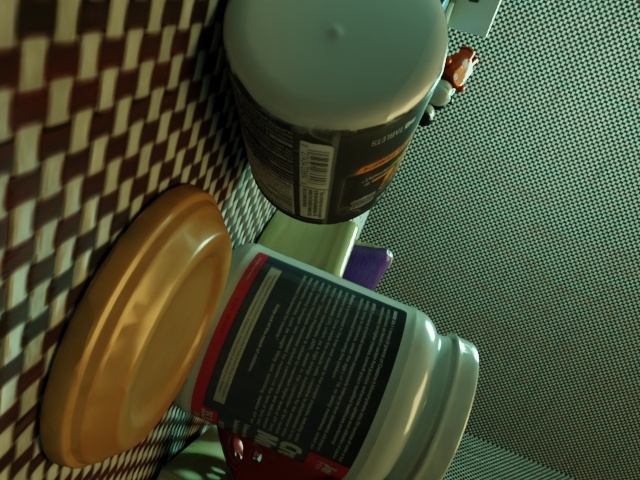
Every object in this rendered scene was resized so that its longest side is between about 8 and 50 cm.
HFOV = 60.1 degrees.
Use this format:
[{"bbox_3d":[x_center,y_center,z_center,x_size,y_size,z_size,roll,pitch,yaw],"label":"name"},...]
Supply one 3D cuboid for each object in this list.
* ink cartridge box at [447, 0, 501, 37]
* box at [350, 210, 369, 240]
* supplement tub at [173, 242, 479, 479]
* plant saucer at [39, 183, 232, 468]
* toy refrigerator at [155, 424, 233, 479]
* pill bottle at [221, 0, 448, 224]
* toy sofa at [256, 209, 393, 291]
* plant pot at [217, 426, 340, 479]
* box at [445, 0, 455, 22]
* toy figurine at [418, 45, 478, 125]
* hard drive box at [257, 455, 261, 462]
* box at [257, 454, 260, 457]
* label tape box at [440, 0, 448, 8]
[{"bbox_3d":[0.324,-0.517,1.049,0.203,0.086,0.148,102,12,-51],"label":"ink cartridge box"},{"bbox_3d":[0.028,-0.061,0.984,0.137,0.072,0.126,-65,147,-31],"label":"box"},{"bbox_3d":[0.003,0.133,0.581,0.191,0.272,0.191,22,90,-86],"label":"supplement tub"},{"bbox_3d":[-0.110,0.060,0.379,0.200,0.037,0.199,22,90,-87],"label":"plant saucer"},{"bbox_3d":[-0.170,0.346,0.777,0.102,0.094,0.269,-64,174,-5],"label":"toy refrigerator"},{"bbox_3d":[0.004,-0.090,0.422,0.245,0.131,0.130,98,14,-76],"label":"pill bottle"},{"bbox_3d":[-0.036,0.141,0.818,0.150,0.177,0.362,-64,175,-52],"label":"toy sofa"},{"bbox_3d":[-0.020,0.278,0.707,0.191,0.191,0.174,108,-35,-47],"label":"plant pot"},{"bbox_3d":[0.262,-0.586,1.252,0.182,0.119,0.180,77,36,-84],"label":"box"},{"bbox_3d":[0.225,-0.383,1.265,0.148,0.210,0.213,-51,180,-7],"label":"toy figurine"},{"bbox_3d":[-0.127,0.474,1.299,0.181,0.089,0.232,-43,178,-33],"label":"hard drive box"},{"bbox_3d":[-0.163,0.386,1.005,0.116,0.029,0.162,-43,146,-35],"label":"box"},{"bbox_3d":[0.214,-0.522,1.028,0.249,0.115,0.347,24,90,-85],"label":"label tape box"}]
